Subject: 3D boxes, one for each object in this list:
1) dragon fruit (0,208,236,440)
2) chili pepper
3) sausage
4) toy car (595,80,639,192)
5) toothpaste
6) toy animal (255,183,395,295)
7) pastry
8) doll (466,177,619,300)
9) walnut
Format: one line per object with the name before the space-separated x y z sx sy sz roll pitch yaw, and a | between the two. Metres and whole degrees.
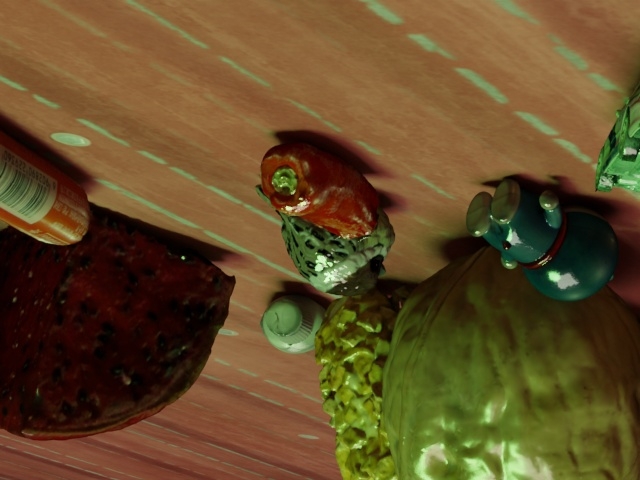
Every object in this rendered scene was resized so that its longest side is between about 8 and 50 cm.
dragon fruit | -0.269 0.048 2.004 0.302 0.240 0.330 -14 -155 -37
chili pepper | -0.002 -0.043 1.619 0.070 0.073 0.123 -41 151 11
sausage | -0.281 -0.054 1.729 0.074 0.074 0.274 2 165 23
toy car | 0.252 -0.076 1.339 0.090 0.076 0.224 7 173 2
toothpaste | -0.021 0.105 2.206 0.099 0.068 0.282 34 177 13
toy animal | 0.000 0.000 1.723 0.137 0.098 0.098 13 164 -16
pastry | 0.067 0.151 2.007 0.102 0.250 0.154 4 156 -34
doll | 0.201 0.001 1.650 0.152 0.085 0.114 28 146 -26
walnut | 0.187 0.152 1.805 0.252 0.313 0.277 -9 -164 -6
